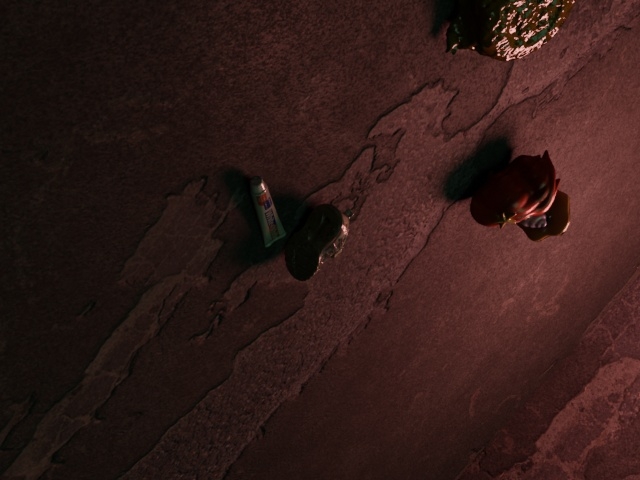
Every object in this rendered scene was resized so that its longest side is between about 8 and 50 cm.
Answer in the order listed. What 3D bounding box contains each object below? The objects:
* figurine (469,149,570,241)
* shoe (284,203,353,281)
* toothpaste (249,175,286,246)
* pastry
[{"bbox_3d":[0.494,-0.109,2.360,0.208,0.181,0.257,-16,162,33],"label":"figurine"},{"bbox_3d":[0.000,0.000,1.984,0.092,0.089,0.180,-12,139,-59],"label":"shoe"},{"bbox_3d":[-0.103,-0.054,1.847,0.052,0.033,0.218,-33,151,-11],"label":"toothpaste"},{"bbox_3d":[0.375,-0.453,1.845,0.235,0.132,0.240,-21,140,-35],"label":"pastry"}]
